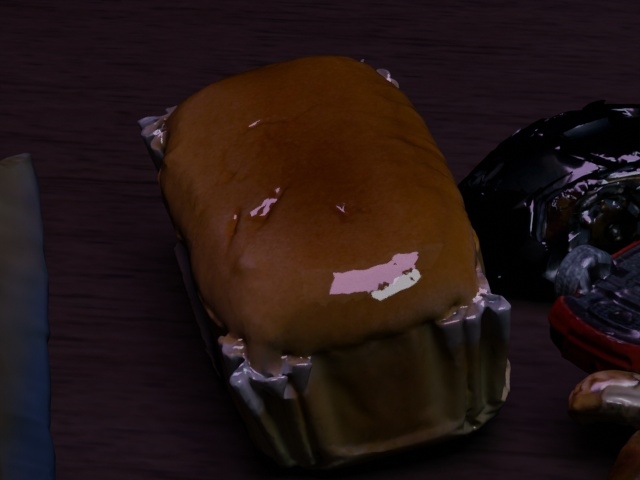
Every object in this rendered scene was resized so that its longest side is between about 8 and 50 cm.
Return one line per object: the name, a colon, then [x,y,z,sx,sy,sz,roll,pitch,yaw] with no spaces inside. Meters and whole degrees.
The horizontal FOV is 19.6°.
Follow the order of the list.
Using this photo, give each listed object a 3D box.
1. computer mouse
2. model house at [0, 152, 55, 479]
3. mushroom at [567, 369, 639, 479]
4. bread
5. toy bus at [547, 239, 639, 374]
computer mouse: [0.171,-0.031,0.994,0.242,0.077,0.146,-9,33,-17]
model house: [-0.272,0.091,0.550,0.382,0.342,0.334,-11,39,-2]
mushroom: [0.146,0.095,0.764,0.130,0.073,0.088,30,42,-16]
bread: [0.000,0.000,0.893,0.136,0.107,0.241,-15,33,-6]
toy bus: [0.188,0.033,0.865,0.195,0.089,0.081,-25,38,-38]
